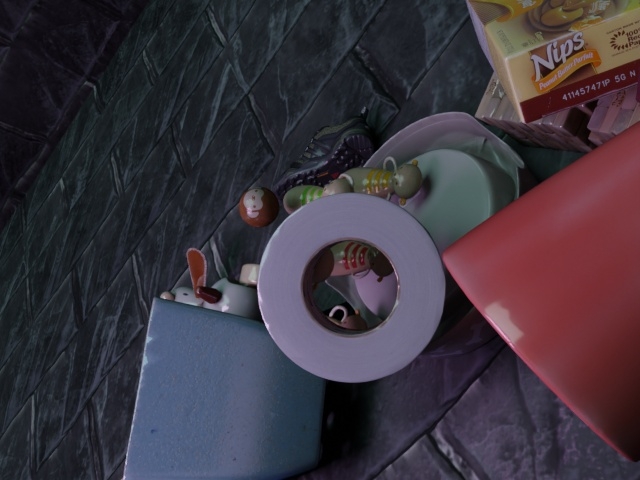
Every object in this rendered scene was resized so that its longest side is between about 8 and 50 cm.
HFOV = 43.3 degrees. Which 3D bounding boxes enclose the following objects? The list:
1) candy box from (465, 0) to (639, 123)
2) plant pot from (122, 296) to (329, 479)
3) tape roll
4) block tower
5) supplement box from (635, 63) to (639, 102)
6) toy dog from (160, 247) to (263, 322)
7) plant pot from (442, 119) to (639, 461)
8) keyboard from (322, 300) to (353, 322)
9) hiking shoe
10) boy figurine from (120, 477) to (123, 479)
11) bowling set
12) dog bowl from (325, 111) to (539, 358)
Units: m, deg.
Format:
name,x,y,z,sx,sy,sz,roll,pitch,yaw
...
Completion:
name,x,y,z,sx,sy,sz,roll,pitch,yaw
candy box,0.290,-0.261,0.967,0.182,0.088,0.316,-18,27,11
plant pot,-0.120,0.241,1.153,0.247,0.252,0.248,103,173,-71
tape roll,0.039,0.054,0.956,0.219,0.219,0.072,-61,-7,5
block tower,0.345,-0.155,0.968,0.335,0.097,0.091,22,86,53
supplement box,0.437,-0.165,0.748,0.239,0.073,0.130,-19,39,-10
toy dog,-0.213,0.117,1.459,0.333,0.161,0.220,-28,48,40
plant pot,0.297,0.030,0.787,0.243,0.275,0.275,-45,38,11
keyboard,-0.016,0.164,1.299,0.192,0.038,0.100,-28,25,42
hiking shoe,0.007,-0.141,1.422,0.226,0.086,0.114,-30,33,31
boy figurine,-0.328,0.495,1.433,0.285,0.092,0.177,-57,36,12
bowling set,0.000,0.000,1.059,0.154,0.199,0.287,-1,72,51
dog bowl,0.156,0.002,1.104,0.348,0.102,0.349,-30,47,38
